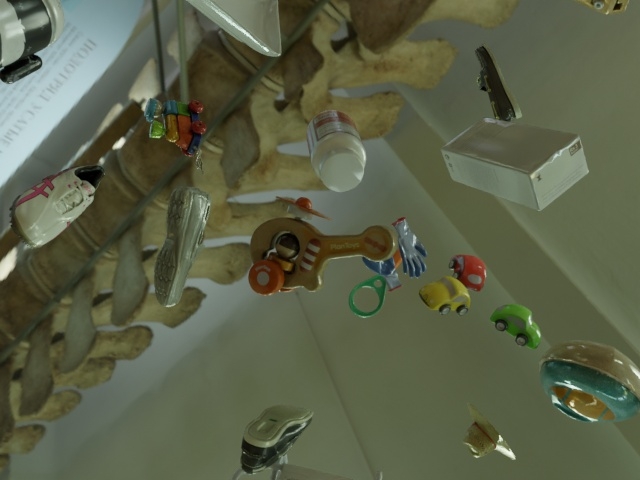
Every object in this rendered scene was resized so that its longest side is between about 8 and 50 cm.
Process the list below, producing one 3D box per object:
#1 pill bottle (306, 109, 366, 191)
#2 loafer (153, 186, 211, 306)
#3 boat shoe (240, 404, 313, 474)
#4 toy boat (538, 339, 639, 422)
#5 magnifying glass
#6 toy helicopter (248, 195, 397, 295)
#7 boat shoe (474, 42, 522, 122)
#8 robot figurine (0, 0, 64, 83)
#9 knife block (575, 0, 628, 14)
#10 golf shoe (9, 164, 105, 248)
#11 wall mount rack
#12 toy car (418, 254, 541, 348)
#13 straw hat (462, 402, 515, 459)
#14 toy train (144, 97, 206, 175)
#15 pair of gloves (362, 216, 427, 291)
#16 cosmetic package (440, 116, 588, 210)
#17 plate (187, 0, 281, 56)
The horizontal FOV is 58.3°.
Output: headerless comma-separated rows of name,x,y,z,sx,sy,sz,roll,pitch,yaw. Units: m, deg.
pill bottle,0.035,-0.197,1.272,0.121,0.121,0.216,-37,-151,18
loafer,-0.354,0.020,1.503,0.112,0.112,0.319,19,-84,43
boat shoe,-0.084,0.374,1.107,0.084,0.233,0.079,11,-84,21
toy boat,0.549,0.305,1.041,0.319,0.267,0.148,25,-106,26
magnifying glass,0.163,0.111,1.570,0.092,0.026,0.231,36,-107,10
toy helicopter,0.000,0.000,1.321,0.356,0.140,0.234,-5,-93,22
boat shoe,0.450,-0.410,1.506,0.069,0.081,0.227,-26,-105,20
robot figurine,-0.682,-0.466,1.216,0.209,0.174,0.278,-45,-173,44
knife block,0.395,-0.489,0.862,0.276,0.088,0.242,38,-107,24
golf shoe,-0.358,-0.058,0.788,0.086,0.067,0.186,-24,-151,12
wall mount rack,-0.014,0.558,1.059,0.351,0.130,0.304,11,-135,10
toy car,0.316,0.112,1.066,0.225,0.239,0.053,36,-59,17
straw hat,0.325,0.407,1.173,0.061,0.144,0.144,-37,-136,-6
toy train,-0.384,-0.277,1.515,0.105,0.144,0.247,-54,-141,40
pair of gloves,0.183,0.035,1.410,0.023,0.198,0.159,-24,-90,54
cosmetic package,0.333,-0.141,1.011,0.117,0.085,0.231,-36,-148,-9
plate,-0.191,-0.463,1.025,0.045,0.277,0.277,-40,-143,29
